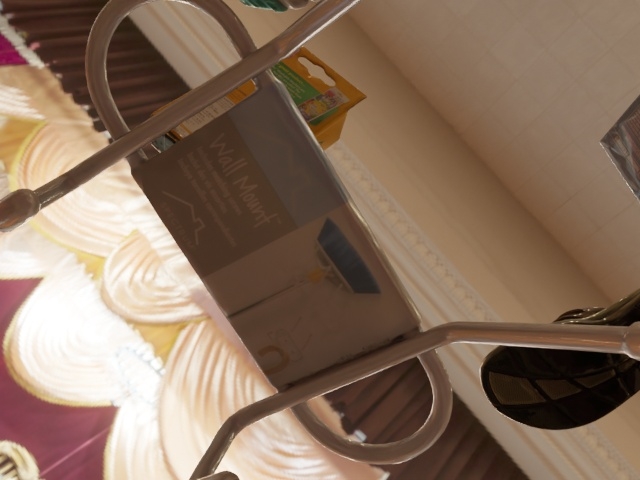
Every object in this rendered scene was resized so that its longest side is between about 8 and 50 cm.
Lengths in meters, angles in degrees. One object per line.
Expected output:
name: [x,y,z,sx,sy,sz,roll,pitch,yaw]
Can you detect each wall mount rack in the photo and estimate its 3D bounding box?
wall mount rack: [0.000,0.000,0.389,0.304,0.130,0.350,-27,-77,23]

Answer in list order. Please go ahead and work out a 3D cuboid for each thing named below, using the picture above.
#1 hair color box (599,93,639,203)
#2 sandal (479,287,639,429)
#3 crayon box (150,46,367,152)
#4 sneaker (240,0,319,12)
hair color box: [0.507,-0.198,0.816,0.374,0.185,0.113,110,-40,-61]
sandal: [0.323,0.125,0.830,0.086,0.303,0.120,-172,-117,-78]
crayon box: [-0.101,-0.206,1.237,0.203,0.323,0.083,41,-31,15]
sneaker: [0.011,-0.206,0.439,0.166,0.076,0.065,-37,-59,11]
